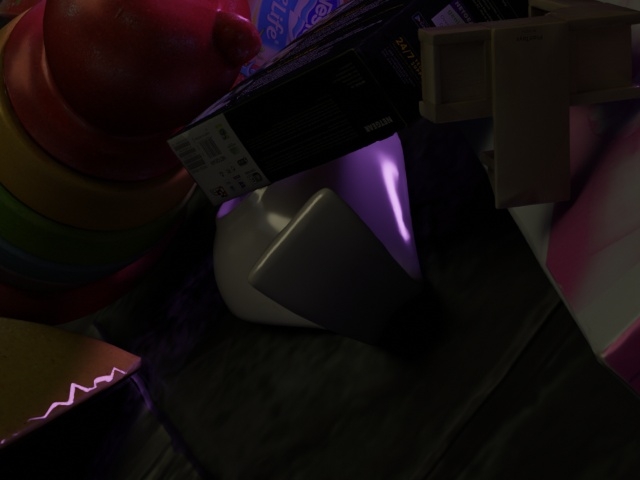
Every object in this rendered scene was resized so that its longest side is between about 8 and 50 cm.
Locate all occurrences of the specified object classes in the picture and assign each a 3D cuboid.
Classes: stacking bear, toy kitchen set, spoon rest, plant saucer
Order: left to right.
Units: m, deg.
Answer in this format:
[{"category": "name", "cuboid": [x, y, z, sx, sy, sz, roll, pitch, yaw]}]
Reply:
[{"category": "plant saucer", "cuboid": [-0.318, 0.158, 0.998, 0.333, 0.081, 0.333, -32, -1, 38]}, {"category": "stacking bear", "cuboid": [-0.128, -0.075, 0.959, 0.289, 0.175, 0.164, -45, 14, 55]}, {"category": "spoon rest", "cuboid": [0.000, 0.000, 0.876, 0.137, 0.084, 0.276, -48, 10, 5]}, {"category": "toy kitchen set", "cuboid": [0.072, -0.055, 0.656, 0.075, 0.083, 0.068, -138, 43, -69]}]

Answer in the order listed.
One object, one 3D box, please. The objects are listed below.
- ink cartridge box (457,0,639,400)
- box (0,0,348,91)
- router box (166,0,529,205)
[{"category": "ink cartridge box", "cuboid": [0.210, -0.087, 0.604, 0.324, 0.071, 0.330, -46, 22, 12]}, {"category": "box", "cuboid": [-0.100, -0.168, 1.188, 0.142, 0.154, 0.300, -56, 25, -7]}, {"category": "router box", "cuboid": [0.022, -0.085, 0.801, 0.133, 0.046, 0.179, -42, 13, -30]}]
